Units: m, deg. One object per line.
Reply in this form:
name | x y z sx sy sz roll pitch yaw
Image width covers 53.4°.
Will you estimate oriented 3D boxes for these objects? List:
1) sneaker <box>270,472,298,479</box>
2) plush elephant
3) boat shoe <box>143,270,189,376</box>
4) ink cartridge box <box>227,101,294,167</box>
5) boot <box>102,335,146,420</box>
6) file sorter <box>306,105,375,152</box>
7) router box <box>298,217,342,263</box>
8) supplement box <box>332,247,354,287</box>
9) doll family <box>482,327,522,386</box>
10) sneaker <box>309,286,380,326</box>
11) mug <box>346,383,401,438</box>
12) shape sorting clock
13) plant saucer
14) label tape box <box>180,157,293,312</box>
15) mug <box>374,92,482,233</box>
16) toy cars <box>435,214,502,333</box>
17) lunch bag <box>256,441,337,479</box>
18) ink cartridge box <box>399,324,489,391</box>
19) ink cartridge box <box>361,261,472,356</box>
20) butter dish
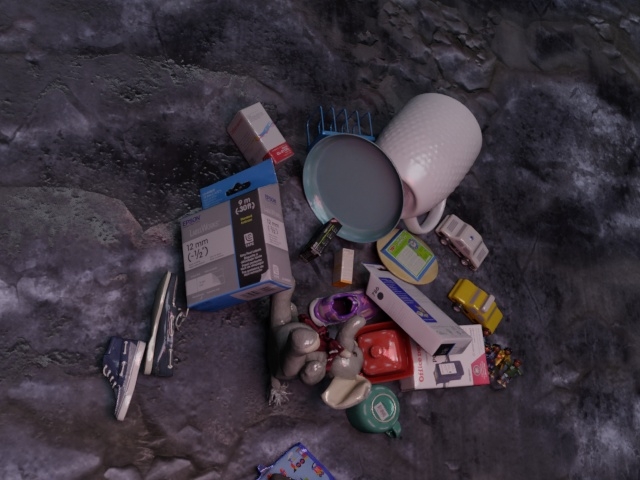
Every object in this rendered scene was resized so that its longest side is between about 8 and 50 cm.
sneaker | -0.074 0.605 1.494 0.170 0.051 0.089 12 50 11
plush elephant | 0.008 0.275 1.595 0.255 0.272 0.330 -1 118 -20
boat shoe | -0.371 0.203 1.546 0.079 0.095 0.255 12 71 -19
ink cartridge box | -0.168 -0.275 1.765 0.072 0.127 0.175 -33 90 -30
boot | -0.473 0.320 1.487 0.086 0.069 0.190 15 61 -13
file sorter | 0.055 -0.325 1.892 0.170 0.118 0.105 2 70 -24
router box | 0.000 0.000 1.779 0.038 0.092 0.122 41 62 -8
supplement box | 0.064 0.078 1.802 0.036 0.062 0.099 12 71 -20
doll family | 0.521 0.345 1.913 0.193 0.076 0.111 37 91 -15
sneaker | 0.091 0.178 1.760 0.236 0.104 0.095 -9 76 -30
mug | 0.159 0.454 1.710 0.157 0.097 0.130 16 68 -19
shape sorting clock | 0.256 0.048 1.882 0.206 0.040 0.206 19 45 -20
plant saucer | 0.094 -0.146 1.756 0.318 0.317 0.043 54 41 -1
label tape box | -0.219 -0.022 1.576 0.115 0.249 0.348 22 54 -58
mug | 0.293 -0.190 1.879 0.328 0.276 0.374 -51 136 -35
toy cars | 0.474 0.099 1.969 0.176 0.087 0.394 -3 76 -26
lunch bag | -0.050 0.659 1.554 0.293 0.138 0.221 45 61 12
ink cartridge box | 0.344 0.335 1.817 0.237 0.100 0.172 0 74 -17
ink cartridge box | 0.246 0.184 1.741 0.165 0.065 0.333 8 30 -48
butter dish | 0.161 0.301 1.717 0.160 0.118 0.160 -12 77 13
